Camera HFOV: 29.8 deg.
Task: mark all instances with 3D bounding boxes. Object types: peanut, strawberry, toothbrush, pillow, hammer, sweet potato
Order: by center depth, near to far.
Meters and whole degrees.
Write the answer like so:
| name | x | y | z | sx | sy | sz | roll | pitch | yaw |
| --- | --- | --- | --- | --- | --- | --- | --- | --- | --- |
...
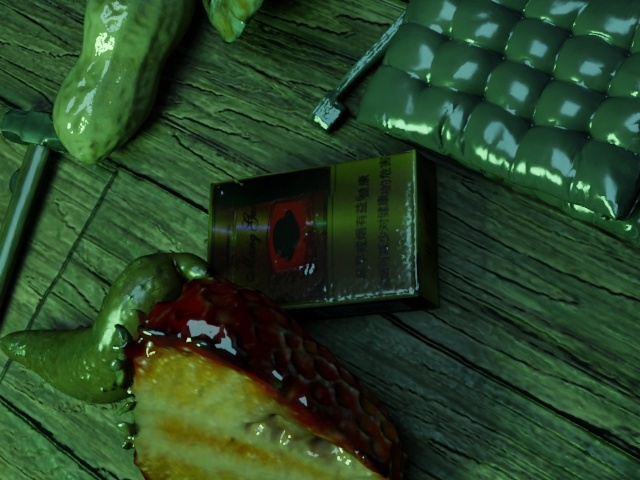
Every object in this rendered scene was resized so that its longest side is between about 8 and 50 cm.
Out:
| name | x | y | z | sx | sy | sz | roll | pitch | yaw |
| --- | --- | --- | --- | --- | --- | --- | --- | --- | --- |
| pillow | 0.214 | -0.161 | 1.159 | 0.326 | 0.101 | 0.228 | 26 | 89 | 32 |
| strawberry | -0.061 | 0.138 | 1.162 | 0.280 | 0.253 | 0.150 | -3 | 35 | 23 |
| toothbrush | 0.093 | -0.232 | 1.279 | 0.030 | 0.030 | 0.297 | 43 | 97 | 21 |
| sweet potato | -0.226 | 0.108 | 1.286 | 0.310 | 0.098 | 0.124 | -29 | 71 | 36 |
| peanut | -0.234 | -0.214 | 1.388 | 0.123 | 0.123 | 0.257 | 21 | 84 | 30 |
| hammer | -0.383 | 0.019 | 1.444 | 0.111 | 0.043 | 0.365 | 14 | 83 | 29 |

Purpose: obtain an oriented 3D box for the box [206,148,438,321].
| name | x | y | z | sx | sy | sz | roll | pitch | yaw |
| --- | --- | --- | --- | --- | --- | --- | --- | --- | --- |
| box | 0.000 | 0.000 | 1.238 | 0.240 | 0.071 | 0.159 | -6 | 75 | 25 |

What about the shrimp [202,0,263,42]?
| name | x | y | z | sx | sy | sz | roll | pitch | yaw |
| --- | --- | --- | --- | --- | --- | --- | --- | --- | --- |
| shrimp | -0.118 | -0.360 | 1.355 | 0.365 | 0.071 | 0.233 | -128 | 44 | -54 |
